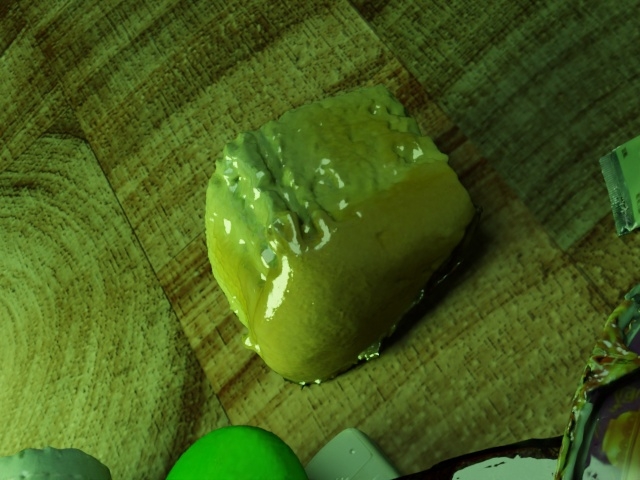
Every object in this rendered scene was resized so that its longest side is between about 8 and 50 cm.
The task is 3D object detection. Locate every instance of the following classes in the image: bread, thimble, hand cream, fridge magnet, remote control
[{"bbox_3d":[0.000,0.000,1.270,0.262,0.163,0.204,-50,53,20],"label":"bread"},{"bbox_3d":[-0.257,0.270,1.311,0.151,0.127,0.117,-32,44,24],"label":"thimble"},{"bbox_3d":[0.325,-0.089,1.145,0.235,0.055,0.086,-31,43,29],"label":"hand cream"},{"bbox_3d":[-0.071,0.254,1.181,0.208,0.088,0.208,-19,62,43],"label":"fridge magnet"},{"bbox_3d":[0.047,0.231,1.162,0.087,0.029,0.190,-48,43,1],"label":"remote control"}]

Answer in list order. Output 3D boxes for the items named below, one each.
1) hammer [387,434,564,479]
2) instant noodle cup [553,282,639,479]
[{"bbox_3d":[0.144,0.330,0.961,0.243,0.095,0.408,-13,59,20],"label":"hammer"},{"bbox_3d":[0.296,0.195,0.791,0.266,0.340,0.339,3,63,31],"label":"instant noodle cup"}]
